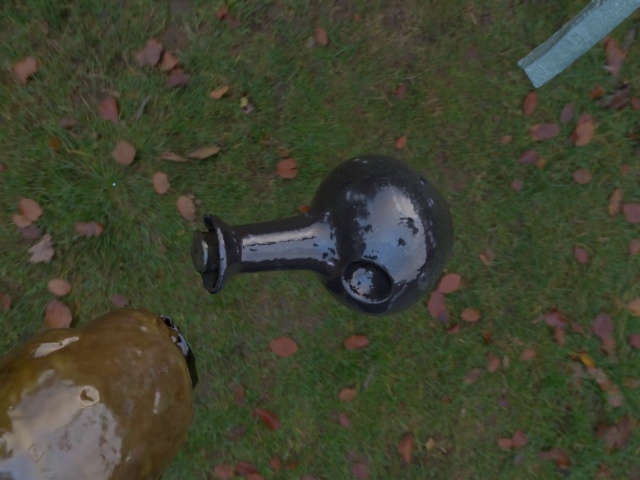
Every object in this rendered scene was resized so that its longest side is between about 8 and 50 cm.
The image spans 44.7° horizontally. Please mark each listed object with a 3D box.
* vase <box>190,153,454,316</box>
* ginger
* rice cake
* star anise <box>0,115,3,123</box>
[{"bbox_3d":[0.000,0.000,0.554,0.183,0.120,0.120,-5,95,-23],"label":"vase"},{"bbox_3d":[-0.260,0.200,0.766,0.269,0.223,0.200,-29,116,16],"label":"ginger"},{"bbox_3d":[0.259,-0.207,0.770,0.033,0.171,0.029,30,58,-14],"label":"rice cake"},{"bbox_3d":[-0.454,-0.039,0.719,0.139,0.315,0.359,29,47,12],"label":"star anise"}]
